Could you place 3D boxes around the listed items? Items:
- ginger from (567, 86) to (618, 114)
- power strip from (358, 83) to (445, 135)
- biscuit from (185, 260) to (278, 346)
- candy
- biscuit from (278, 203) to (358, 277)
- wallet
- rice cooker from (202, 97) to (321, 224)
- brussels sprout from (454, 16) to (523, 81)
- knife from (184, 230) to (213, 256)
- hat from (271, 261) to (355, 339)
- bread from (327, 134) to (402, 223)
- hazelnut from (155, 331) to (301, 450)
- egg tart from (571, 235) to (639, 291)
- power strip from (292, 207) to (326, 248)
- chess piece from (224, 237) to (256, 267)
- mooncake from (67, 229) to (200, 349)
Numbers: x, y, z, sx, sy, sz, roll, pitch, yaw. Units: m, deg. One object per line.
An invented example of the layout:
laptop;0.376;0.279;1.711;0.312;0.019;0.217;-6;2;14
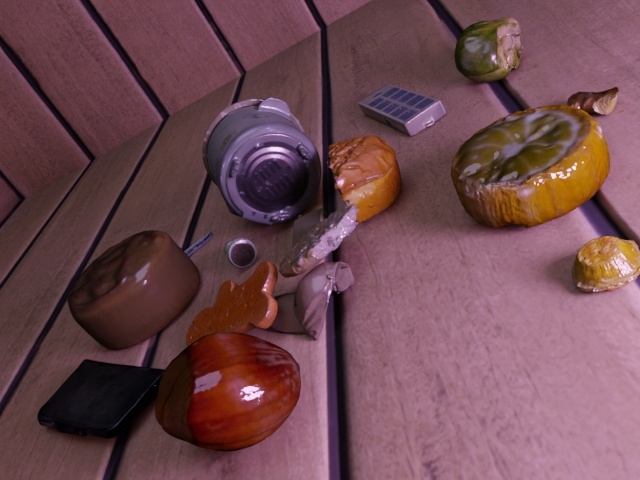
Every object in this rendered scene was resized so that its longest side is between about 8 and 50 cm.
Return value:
ginger;0.508;-0.257;1.261;0.057;0.044;0.137;-67;24;-2
power strip;0.199;-0.345;1.755;0.106;0.043;0.367;-34;26;-4
biscuit;-0.167;0.142;1.287;0.250;0.036;0.165;-33;38;31
candy;0.348;-0.124;1.134;0.260;0.118;0.260;-23;33;15
biscuit;0.000;0.000;1.266;0.188;0.040;0.265;-38;9;14
wallet;-0.431;0.309;1.325;0.318;0.045;0.172;-7;33;43
rice cooker;-0.142;-0.189;1.627;0.317;0.264;0.316;-169;90;-68
brussels sprout;0.398;-0.457;1.624;0.145;0.131;0.183;-3;43;38
knife;-0.356;0.045;1.733;0.210;0.015;0.028;-40;22;-16
hat;-0.035;0.099;1.198;0.175;0.085;0.147;-9;35;37
bread;0.098;-0.141;1.425;0.140;0.143;0.229;-17;31;7
hazelnut;-0.134;0.229;1.013;0.181;0.181;0.212;-65;28;1
egg tart;0.382;0.027;0.911;0.105;0.039;0.105;-28;25;14
power strip;-0.023;-0.015;1.448;0.076;0.028;0.169;-25;29;17
chess piece;-0.189;0.024;1.534;0.067;0.067;0.103;-39;18;-13
mooncake;-0.432;0.105;1.554;0.284;0.155;0.284;-25;31;16
